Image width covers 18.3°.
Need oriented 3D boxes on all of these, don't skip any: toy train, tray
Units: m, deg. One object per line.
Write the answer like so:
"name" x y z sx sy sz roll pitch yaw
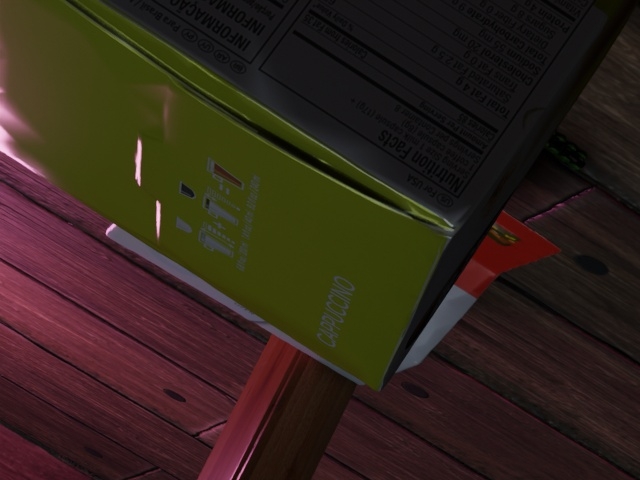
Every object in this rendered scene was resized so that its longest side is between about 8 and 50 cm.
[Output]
"toy train" 0.198 -0.088 1.735 0.083 0.017 0.023 36 167 -21
"tray" -0.041 0.186 2.089 0.076 0.411 0.203 30 158 -10

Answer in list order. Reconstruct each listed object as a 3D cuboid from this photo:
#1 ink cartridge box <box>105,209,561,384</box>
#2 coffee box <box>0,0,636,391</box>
"ink cartridge box" 0.000 0.000 1.820 0.308 0.091 0.385 32 159 -12
"coffee box" 0.008 -0.156 1.317 0.338 0.334 0.337 33 159 6
